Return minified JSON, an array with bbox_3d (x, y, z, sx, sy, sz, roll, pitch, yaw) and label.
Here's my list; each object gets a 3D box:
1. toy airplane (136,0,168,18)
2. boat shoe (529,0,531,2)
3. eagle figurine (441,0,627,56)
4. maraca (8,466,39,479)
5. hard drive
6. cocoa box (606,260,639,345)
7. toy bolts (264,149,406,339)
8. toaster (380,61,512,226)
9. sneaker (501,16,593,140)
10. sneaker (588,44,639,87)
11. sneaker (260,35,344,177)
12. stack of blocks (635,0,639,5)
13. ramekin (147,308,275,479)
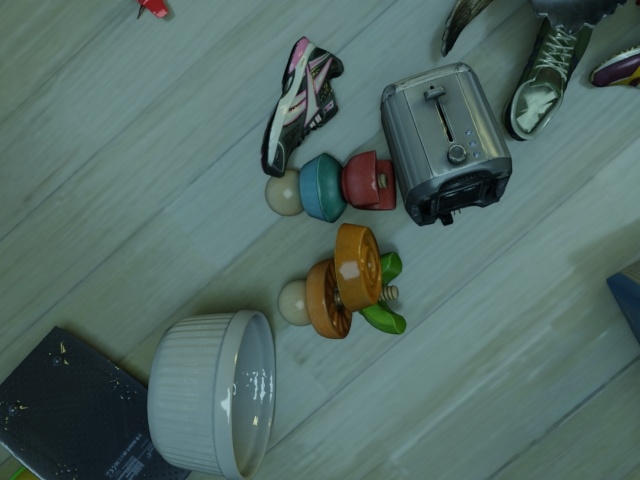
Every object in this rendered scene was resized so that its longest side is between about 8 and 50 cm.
[{"bbox_3d":[-0.194,-0.343,1.232,0.151,0.028,0.151,0,95,4],"label":"toy airplane"},{"bbox_3d":[0.325,-0.359,1.194,0.083,0.065,0.183,20,104,-1],"label":"boat shoe"},{"bbox_3d":[0.226,-0.368,1.110,0.225,0.226,0.298,-10,97,6],"label":"eagle figurine"},{"bbox_3d":[-0.319,0.346,1.284,0.186,0.099,0.127,10,76,-17],"label":"maraca"},{"bbox_3d":[-0.289,0.247,1.251,0.255,0.054,0.172,39,57,-2],"label":"hard drive"},{"bbox_3d":[0.531,0.158,1.156,0.228,0.231,0.347,-28,94,6],"label":"cocoa box"},{"bbox_3d":[0.000,0.000,1.192,0.159,0.218,0.228,-6,77,18],"label":"toy bolts"},{"bbox_3d":[0.145,-0.110,1.166,0.129,0.227,0.146,-17,78,3],"label":"toaster"},{"bbox_3d":[0.276,-0.202,1.176,0.064,0.086,0.192,22,114,-3],"label":"sneaker"},{"bbox_3d":[0.424,-0.202,1.201,0.186,0.069,0.083,-16,90,5],"label":"sneaker"},{"bbox_3d":[-0.018,-0.160,1.215,0.077,0.072,0.178,19,84,-8],"label":"sneaker"},{"bbox_3d":[0.430,-0.324,1.061,0.087,0.297,0.171,16,105,4],"label":"stack of blocks"},{"bbox_3d":[-0.131,0.185,1.208,0.109,0.207,0.207,2,97,11],"label":"ramekin"}]
